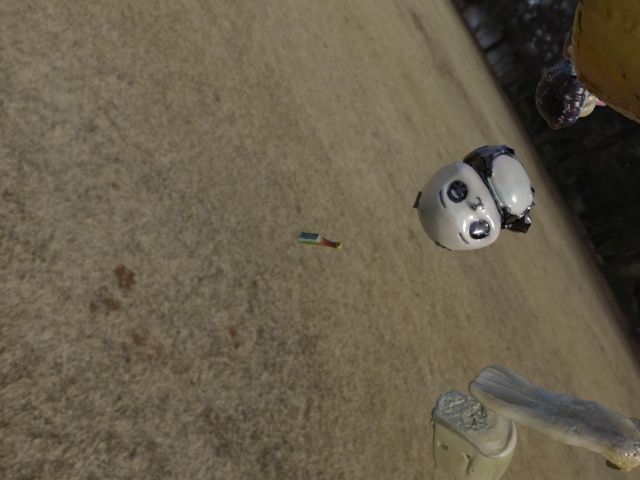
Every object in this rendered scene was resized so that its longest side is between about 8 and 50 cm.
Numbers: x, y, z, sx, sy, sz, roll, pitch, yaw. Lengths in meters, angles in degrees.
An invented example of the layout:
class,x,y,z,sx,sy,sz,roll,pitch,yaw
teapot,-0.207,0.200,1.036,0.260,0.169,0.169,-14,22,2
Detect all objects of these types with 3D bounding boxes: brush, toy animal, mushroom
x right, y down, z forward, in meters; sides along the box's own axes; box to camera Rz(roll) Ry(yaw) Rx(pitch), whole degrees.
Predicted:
class,x,y,z,sx,sy,sz,roll,pitch,yaw
brush,0.000,0.000,1.201,0.019,0.083,0.021,-62,147,-29
toy animal,0.249,-0.054,1.080,0.166,0.179,0.138,63,-25,-1
mushroom,0.268,0.199,0.767,0.054,0.202,0.059,84,29,-60

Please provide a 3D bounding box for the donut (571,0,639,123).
class,x,y,z,sx,sy,sz,roll,pitch,yaw
donut,0.317,-0.237,0.570,0.110,0.303,0.303,29,3,30

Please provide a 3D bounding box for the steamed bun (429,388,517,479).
class,x,y,z,sx,sy,sz,roll,pitch,yaw
steamed bun,0.349,0.451,1.552,0.170,0.199,0.226,-50,154,-37

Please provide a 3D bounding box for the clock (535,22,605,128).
class,x,y,z,sx,sy,sz,roll,pitch,yaw
clock,0.449,-0.296,1.122,0.100,0.195,0.194,34,-32,27
